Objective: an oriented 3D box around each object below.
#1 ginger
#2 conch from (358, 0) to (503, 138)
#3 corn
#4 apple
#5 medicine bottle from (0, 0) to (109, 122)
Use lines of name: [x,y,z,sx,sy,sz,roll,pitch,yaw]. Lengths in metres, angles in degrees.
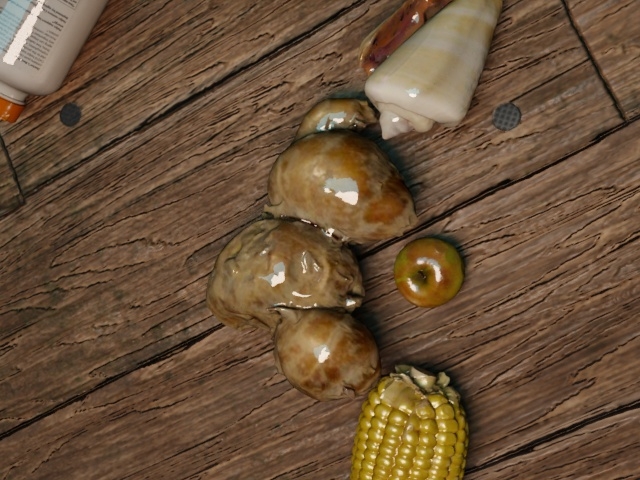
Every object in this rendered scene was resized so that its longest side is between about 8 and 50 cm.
ginger: [0.000,0.000,1.078,0.256,0.176,0.375,12,80,34]
conch: [0.150,-0.225,1.087,0.255,0.127,0.158,-46,47,-13]
corn: [0.095,0.345,1.047,0.144,0.144,0.387,8,89,17]
apple: [0.136,0.040,1.084,0.089,0.074,0.089,0,89,18]
medicine bottle: [-0.407,-0.313,1.223,0.157,0.157,0.289,34,97,16]
